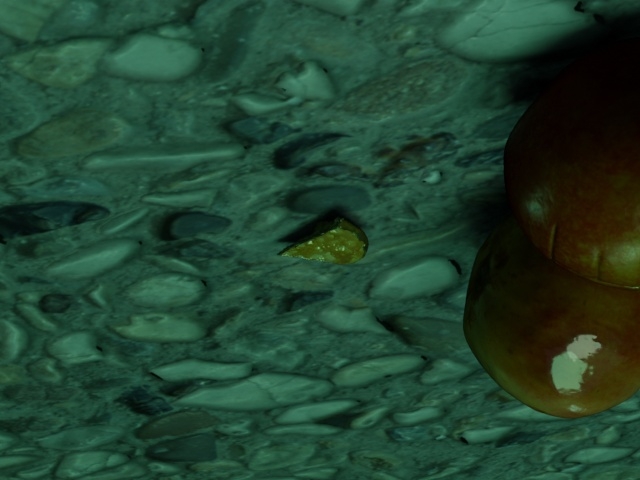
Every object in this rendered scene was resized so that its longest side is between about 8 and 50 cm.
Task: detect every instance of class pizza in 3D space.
[{"bbox_3d":[0.000,0.000,2.169,0.109,0.026,0.123,-8,157,9],"label":"pizza"}]

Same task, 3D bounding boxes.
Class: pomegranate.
[{"bbox_3d":[0.300,0.083,2.132,0.270,0.252,0.229,24,173,-14],"label":"pomegranate"}]

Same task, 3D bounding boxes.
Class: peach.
[{"bbox_3d":[0.319,-0.085,1.856,0.275,0.248,0.245,6,122,9],"label":"peach"}]
